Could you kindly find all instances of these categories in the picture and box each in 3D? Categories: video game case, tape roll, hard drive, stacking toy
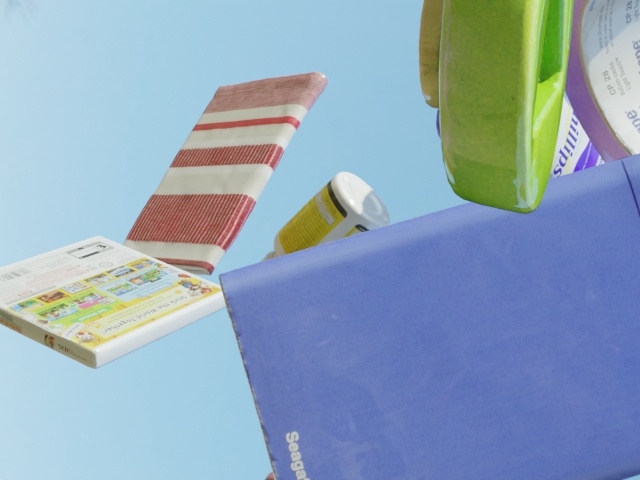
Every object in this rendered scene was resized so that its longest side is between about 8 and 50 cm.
[{"bbox_3d":[-0.247,0.061,1.181,0.206,0.227,0.026,20,-67,27],"label":"video game case"},{"bbox_3d":[0.301,-0.140,0.854,0.275,0.090,0.275,57,-14,23],"label":"tape roll"},{"bbox_3d":[0.111,0.081,0.739,0.040,0.318,0.210,89,-15,-85],"label":"hard drive"},{"bbox_3d":[0.033,-0.176,0.394,0.309,0.130,0.279,75,28,-50],"label":"stacking toy"}]

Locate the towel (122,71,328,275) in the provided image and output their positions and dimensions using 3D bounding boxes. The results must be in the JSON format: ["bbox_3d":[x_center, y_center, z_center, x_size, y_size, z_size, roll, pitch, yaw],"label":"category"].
[{"bbox_3d":[-0.138,-0.093,1.490,0.237,0.037,0.329,2,-124,49],"label":"towel"}]

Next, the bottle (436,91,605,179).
[{"bbox_3d":[0.239,-0.091,1.108,0.092,0.283,0.118,4,-109,49],"label":"bottle"}]

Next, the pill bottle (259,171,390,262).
[{"bbox_3d":[0.000,0.000,0.932,0.116,0.065,0.065,-43,-128,23],"label":"pill bottle"}]

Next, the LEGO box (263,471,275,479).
[{"bbox_3d":[0.001,0.434,0.748,0.193,0.500,0.372,-6,-78,18],"label":"LEGO box"}]
